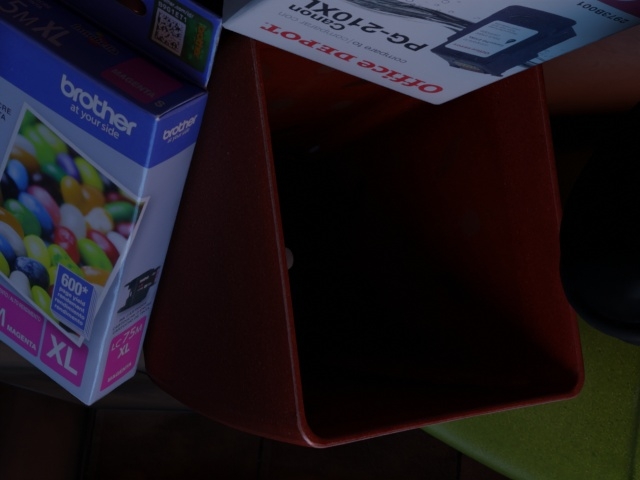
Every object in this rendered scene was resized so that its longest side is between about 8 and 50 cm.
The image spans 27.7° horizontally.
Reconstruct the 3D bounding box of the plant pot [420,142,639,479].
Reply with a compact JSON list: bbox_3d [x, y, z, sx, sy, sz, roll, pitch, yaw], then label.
[{"bbox_3d":[0.213,0.067,1.134,0.352,0.367,0.366,11,167,23],"label":"plant pot"}]

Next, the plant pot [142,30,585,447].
[{"bbox_3d":[0.000,0.000,0.938,0.267,0.267,0.235,-3,175,-41],"label":"plant pot"}]

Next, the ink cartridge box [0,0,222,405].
[{"bbox_3d":[-0.182,-0.053,0.877,0.185,0.065,0.311,33,127,17],"label":"ink cartridge box"}]

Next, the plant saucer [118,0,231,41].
[{"bbox_3d":[-0.212,-0.119,1.046,0.332,0.084,0.332,6,165,2],"label":"plant saucer"}]

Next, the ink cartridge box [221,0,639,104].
[{"bbox_3d":[0.077,-0.170,0.718,0.172,0.100,0.237,16,161,-31],"label":"ink cartridge box"}]

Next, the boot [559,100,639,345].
[{"bbox_3d":[0.176,-0.107,0.565,0.260,0.131,0.348,22,124,-37],"label":"boot"}]
